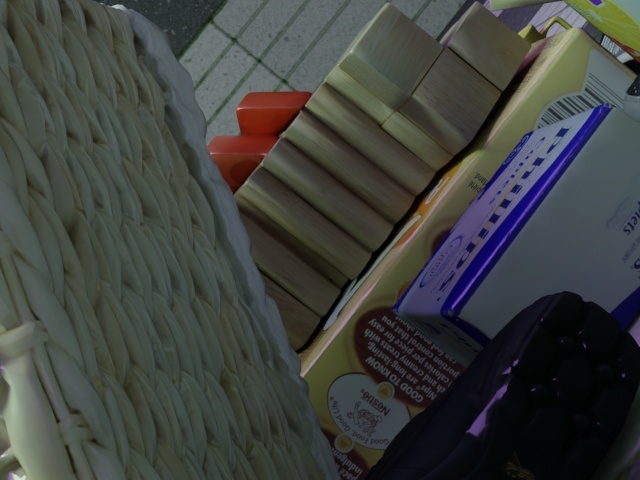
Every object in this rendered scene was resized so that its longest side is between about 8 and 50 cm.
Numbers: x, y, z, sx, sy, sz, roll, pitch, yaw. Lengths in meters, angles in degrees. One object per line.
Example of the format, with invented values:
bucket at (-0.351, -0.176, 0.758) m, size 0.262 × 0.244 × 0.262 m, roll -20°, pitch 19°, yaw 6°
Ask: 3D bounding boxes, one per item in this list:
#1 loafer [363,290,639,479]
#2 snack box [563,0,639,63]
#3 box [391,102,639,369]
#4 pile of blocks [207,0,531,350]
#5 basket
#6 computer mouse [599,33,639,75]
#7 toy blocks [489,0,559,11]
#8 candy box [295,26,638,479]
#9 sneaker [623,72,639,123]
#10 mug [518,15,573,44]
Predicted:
loafer at (0.047, 0.111, 0.519) m, size 0.223 × 0.076 × 0.078 m, roll -49°, pitch -2°, yaw -34°
snack box at (0.162, -0.122, 0.555) m, size 0.070 × 0.174 × 0.207 m, roll -53°, pitch 5°, yaw -6°
box at (0.110, 0.007, 0.683) m, size 0.126 × 0.072 × 0.137 m, roll -52°, pitch 6°, yaw -7°
pile of blocks at (-0.035, -0.008, 0.831) m, size 0.362 × 0.112 × 0.149 m, roll -51°, pitch 6°, yaw 6°
basket at (-0.197, 0.079, 0.605) m, size 0.328 × 0.331 × 0.266 m, roll -24°, pitch -10°, yaw 11°
computer mouse at (0.221, -0.135, 0.860) m, size 0.193 × 0.042 × 0.106 m, roll -153°, pitch 83°, yaw -84°
toy blocks at (0.245, -0.352, 1.101) m, size 0.260 × 0.309 × 0.288 m, roll -8°, pitch 4°, yaw 8°
candy box at (0.066, 0.025, 0.848) m, size 0.316 × 0.087 × 0.183 m, roll -51°, pitch 5°, yaw -2°
sneaker at (0.221, -0.140, 0.697) m, size 0.215 × 0.083 × 0.084 m, roll -50°, pitch 7°, yaw 28°
mug at (0.180, -0.139, 1.149) m, size 0.078 × 0.064 × 0.062 m, roll -45°, pitch 6°, yaw 32°
